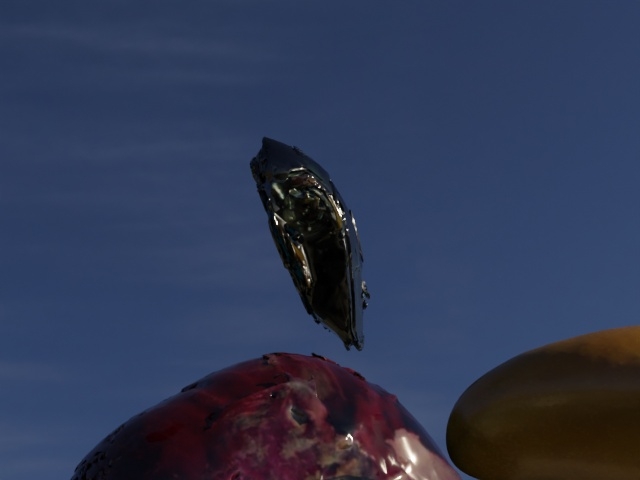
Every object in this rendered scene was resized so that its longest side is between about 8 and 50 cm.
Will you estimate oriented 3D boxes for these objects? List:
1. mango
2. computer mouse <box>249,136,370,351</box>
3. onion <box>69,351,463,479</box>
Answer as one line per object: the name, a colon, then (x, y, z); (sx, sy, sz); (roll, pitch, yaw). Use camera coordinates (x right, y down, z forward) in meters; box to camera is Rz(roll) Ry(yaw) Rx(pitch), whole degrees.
mango: (0.150, 0.083, 0.681); (0.184, 0.084, 0.102); (1, -35, 16)
computer mouse: (0.000, 0.000, 1.455); (0.078, 0.241, 0.146); (-21, 9, 8)
onion: (-0.031, 0.188, 0.785); (0.252, 0.252, 0.219); (0, -15, -17)
